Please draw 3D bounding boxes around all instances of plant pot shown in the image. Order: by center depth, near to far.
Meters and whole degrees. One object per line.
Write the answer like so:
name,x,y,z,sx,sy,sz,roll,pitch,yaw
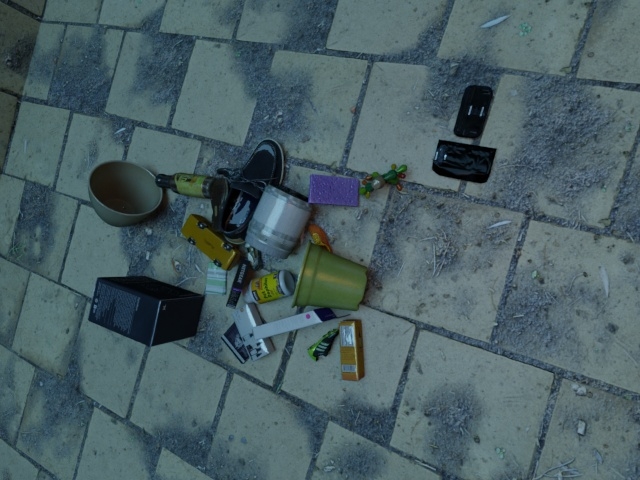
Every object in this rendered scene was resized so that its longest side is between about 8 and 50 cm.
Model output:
plant pot,0.042,0.160,1.595,0.254,0.276,0.276,15,92,0

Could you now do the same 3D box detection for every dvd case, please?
dvd case,-0.337,0.427,1.858,0.164,0.018,0.221,45,101,18

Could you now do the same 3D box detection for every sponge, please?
sponge,0.054,-0.203,1.672,0.210,0.031,0.117,3,87,-18

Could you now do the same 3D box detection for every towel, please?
towel,-0.496,0.181,1.939,0.113,0.023,0.152,2,87,21

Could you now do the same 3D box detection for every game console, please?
game console,0.568,-0.406,1.543,0.213,0.044,0.361,16,93,21

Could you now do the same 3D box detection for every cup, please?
cup,-0.991,-0.198,2.039,0.237,0.331,0.331,-44,70,41

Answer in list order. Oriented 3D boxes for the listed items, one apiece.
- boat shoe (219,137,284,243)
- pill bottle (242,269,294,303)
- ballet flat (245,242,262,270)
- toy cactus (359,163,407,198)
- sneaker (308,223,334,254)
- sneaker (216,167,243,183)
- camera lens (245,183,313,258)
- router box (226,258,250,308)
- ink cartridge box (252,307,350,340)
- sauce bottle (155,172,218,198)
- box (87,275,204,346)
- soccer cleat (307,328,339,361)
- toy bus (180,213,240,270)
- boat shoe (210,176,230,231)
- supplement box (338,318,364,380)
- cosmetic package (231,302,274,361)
boat shoe,-0.303,-0.225,1.799,0.187,0.156,0.500,23,86,13
pill bottle,-0.228,0.207,1.777,0.215,0.117,0.117,-19,79,20
ballet flat,-0.309,0.044,1.851,0.070,0.070,0.188,-20,78,19
toy cactus,0.237,-0.223,1.597,0.219,0.180,0.112,-16,100,25
sneaker,0.000,0.000,1.728,0.064,0.067,0.175,-39,71,17
sneaker,-0.411,-0.294,1.922,0.170,0.051,0.089,1,85,12
camera lens,-0.172,-0.086,1.722,0.219,0.219,0.274,28,97,22
router box,-0.359,0.187,1.785,0.046,0.179,0.133,18,129,-11
ink cartridge box,-0.079,0.332,1.675,0.371,0.176,0.069,-17,79,20
sauce bottle,-0.653,-0.272,1.989,0.344,0.111,0.111,10,90,21
box,-0.808,0.315,1.910,0.395,0.293,0.212,13,91,23
soccer cleat,0.023,0.433,1.695,0.179,0.060,0.072,-44,81,20
toy bus,-0.500,0.007,1.895,0.333,0.130,0.108,36,98,20
boat shoe,-0.452,-0.161,1.909,0.095,0.095,0.257,-1,82,30
supplement box,0.125,0.436,1.639,0.080,0.078,0.233,-3,84,25
cosmetic package,-0.301,0.402,1.804,0.099,0.060,0.239,-31,76,15
